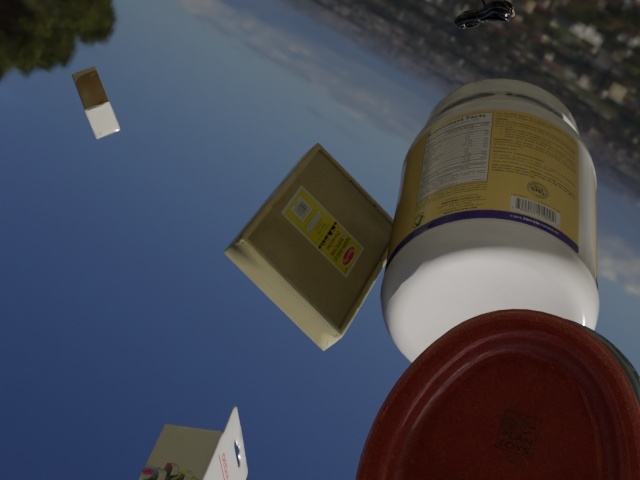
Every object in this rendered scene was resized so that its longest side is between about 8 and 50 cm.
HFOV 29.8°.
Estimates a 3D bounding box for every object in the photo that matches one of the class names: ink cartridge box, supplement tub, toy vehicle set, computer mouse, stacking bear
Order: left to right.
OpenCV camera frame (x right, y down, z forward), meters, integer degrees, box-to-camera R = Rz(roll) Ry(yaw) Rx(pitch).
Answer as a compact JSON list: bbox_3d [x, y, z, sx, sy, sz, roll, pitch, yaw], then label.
[{"bbox_3d":[-0.125,0.244,1.098,0.061,0.104,0.181,6,-141,15],"label":"ink cartridge box"},{"bbox_3d":[0.000,0.000,1.479,0.166,0.035,0.267,46,-146,-7],"label":"toy vehicle set"},{"bbox_3d":[0.168,-0.343,1.552,0.193,0.042,0.106,45,163,-30],"label":"computer mouse"},{"bbox_3d":[0.204,-0.017,1.418,0.241,0.241,0.331,28,-140,-12],"label":"supplement tub"},{"bbox_3d":[0.158,0.138,0.855,0.175,0.164,0.289,16,177,19],"label":"stacking bear"}]

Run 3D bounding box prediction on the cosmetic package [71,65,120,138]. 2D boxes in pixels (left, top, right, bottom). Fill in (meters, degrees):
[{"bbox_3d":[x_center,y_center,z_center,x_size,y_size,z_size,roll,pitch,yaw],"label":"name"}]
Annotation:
[{"bbox_3d":[-0.352,-0.217,1.883,0.115,0.041,0.060,-120,11,-46],"label":"cosmetic package"}]
